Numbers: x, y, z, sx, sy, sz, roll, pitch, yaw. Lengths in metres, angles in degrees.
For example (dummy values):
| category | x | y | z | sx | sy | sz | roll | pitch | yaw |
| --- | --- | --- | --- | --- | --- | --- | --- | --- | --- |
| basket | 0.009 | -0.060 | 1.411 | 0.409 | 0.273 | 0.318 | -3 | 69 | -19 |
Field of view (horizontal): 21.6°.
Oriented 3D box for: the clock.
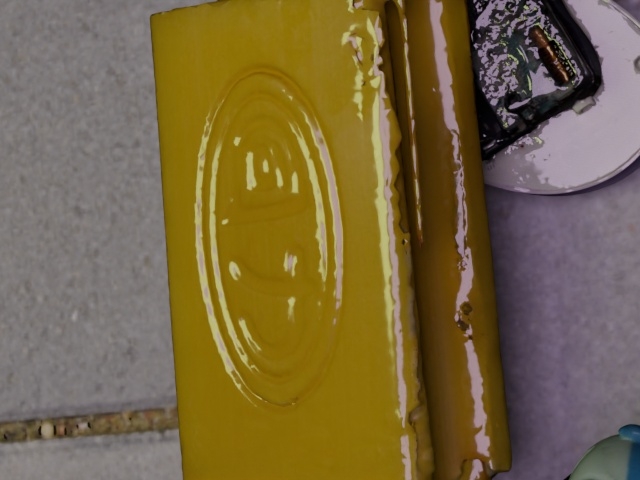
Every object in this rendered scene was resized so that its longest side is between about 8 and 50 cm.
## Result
| category | x | y | z | sx | sy | sz | roll | pitch | yaw |
| --- | --- | --- | --- | --- | --- | --- | --- | --- | --- |
| clock | 0.117 | -0.113 | 1.057 | 0.172 | 0.064 | 0.198 | -32 | 76 | 16 |

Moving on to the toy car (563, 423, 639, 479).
| category | x | y | z | sx | sy | sz | roll | pitch | yaw |
| --- | --- | --- | --- | --- | --- | --- | --- | --- | --- |
| toy car | 0.204 | 0.234 | 0.941 | 0.190 | 0.188 | 0.255 | 5 | 89 | 14 |

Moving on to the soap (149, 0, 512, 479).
| category | x | y | z | sx | sy | sz | roll | pitch | yaw |
| --- | --- | --- | --- | --- | --- | --- | --- | --- | --- |
| soap | 0.000 | -0.001 | 1.044 | 0.204 | 0.096 | 0.324 | -5 | 89 | 37 |
